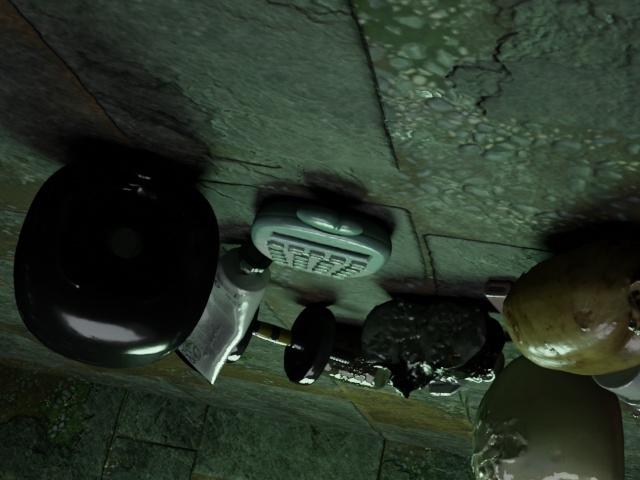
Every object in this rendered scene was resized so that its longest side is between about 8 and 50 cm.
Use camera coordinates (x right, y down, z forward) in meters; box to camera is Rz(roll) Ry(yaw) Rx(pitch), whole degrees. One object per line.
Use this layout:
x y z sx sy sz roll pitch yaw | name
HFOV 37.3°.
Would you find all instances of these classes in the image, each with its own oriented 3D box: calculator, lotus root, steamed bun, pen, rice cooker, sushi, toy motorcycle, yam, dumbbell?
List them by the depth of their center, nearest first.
0.310 0.083 1.115 0.160 0.146 0.284 35 161 -9 | lotus root
-0.253 0.028 1.180 0.267 0.267 0.224 16 156 -9 | rice cooker
0.000 0.000 1.248 0.184 0.042 0.295 14 165 -3 | calculator
0.292 0.105 1.382 0.053 0.032 0.197 1 156 32 | pen
0.173 0.167 1.469 0.212 0.147 0.115 -5 152 27 | sushi
0.363 0.339 1.555 0.233 0.312 0.334 1 120 8 | steamed bun
-0.082 0.159 1.627 0.325 0.143 0.143 20 161 -23 | dumbbell
0.217 0.215 1.693 0.112 0.112 0.254 23 157 -29 | toy motorcycle
0.050 0.215 1.780 0.183 0.107 0.107 13 163 12 | yam

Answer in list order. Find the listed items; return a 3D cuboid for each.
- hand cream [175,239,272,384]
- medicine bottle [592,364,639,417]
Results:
-0.160 0.113 1.479 0.121 0.076 0.336 47 137 10 | hand cream
0.492 0.190 1.320 0.247 0.147 0.147 23 160 -30 | medicine bottle
